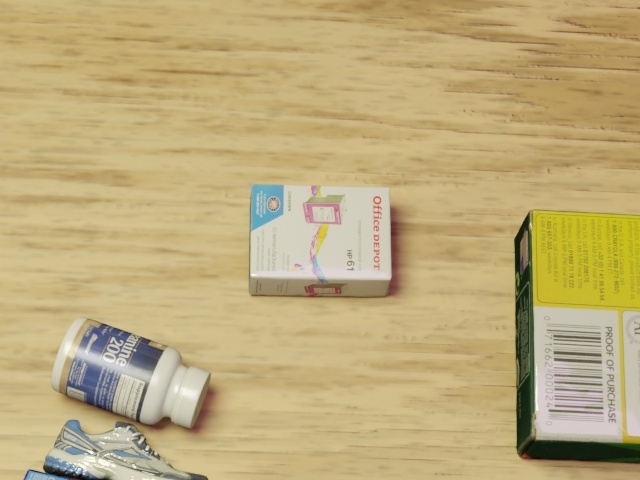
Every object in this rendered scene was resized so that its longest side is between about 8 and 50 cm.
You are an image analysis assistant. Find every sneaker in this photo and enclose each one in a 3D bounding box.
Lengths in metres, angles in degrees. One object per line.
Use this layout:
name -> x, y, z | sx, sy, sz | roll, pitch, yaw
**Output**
sneaker -> -0.154, 0.176, 1.187 | 0.135, 0.052, 0.058 | 13, 65, 1

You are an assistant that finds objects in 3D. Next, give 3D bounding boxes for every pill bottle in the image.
pill bottle -> -0.154, 0.112, 1.201 | 0.120, 0.067, 0.067 | 19, 69, 3

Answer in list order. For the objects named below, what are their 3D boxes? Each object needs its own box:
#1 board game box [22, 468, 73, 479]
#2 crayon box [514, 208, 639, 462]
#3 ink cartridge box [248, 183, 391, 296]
board game box -> -0.148, 0.263, 1.111 | 0.210, 0.047, 0.160 | 13, 31, 2
crayon box -> 0.327, 0.087, 1.235 | 0.319, 0.081, 0.202 | 4, 69, -2
ink cartridge box -> 0.000, 0.000, 1.262 | 0.123, 0.052, 0.088 | 1, 69, -5
